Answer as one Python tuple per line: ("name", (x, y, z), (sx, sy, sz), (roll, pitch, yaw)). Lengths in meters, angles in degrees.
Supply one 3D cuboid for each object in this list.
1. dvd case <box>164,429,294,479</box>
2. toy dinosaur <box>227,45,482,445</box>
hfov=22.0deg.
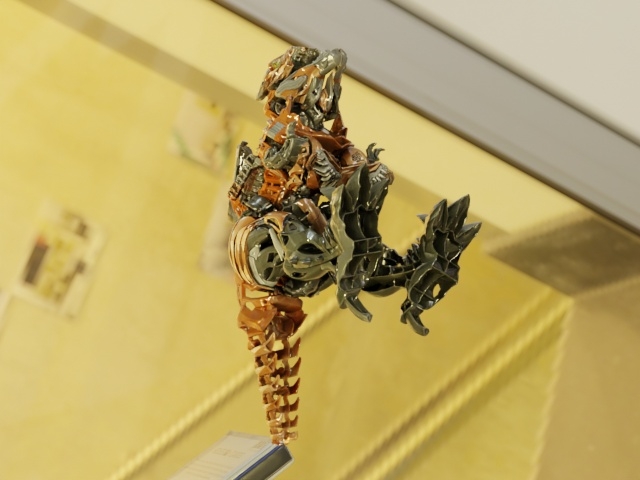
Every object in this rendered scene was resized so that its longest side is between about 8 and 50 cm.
("dvd case", (-0.147, 0.259, 1.520), (0.239, 0.029, 0.179), (-35, 7, -16))
("toy dinosaur", (0.000, 0.000, 1.386), (0.218, 0.164, 0.321), (4, 106, 43))
